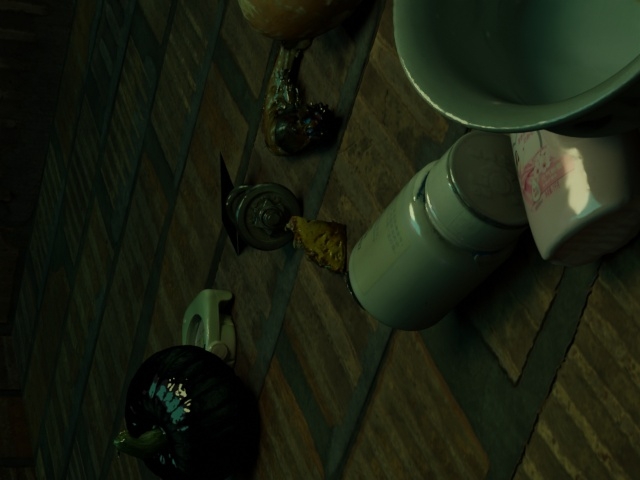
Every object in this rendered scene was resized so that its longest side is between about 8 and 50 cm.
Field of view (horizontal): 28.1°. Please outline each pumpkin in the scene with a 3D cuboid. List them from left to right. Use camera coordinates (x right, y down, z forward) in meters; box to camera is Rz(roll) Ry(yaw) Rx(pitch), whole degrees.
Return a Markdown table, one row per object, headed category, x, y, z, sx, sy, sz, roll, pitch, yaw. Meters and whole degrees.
| category | x | y | z | sx | sy | sz | roll | pitch | yaw |
| --- | --- | --- | --- | --- | --- | --- | --- | --- | --- |
| pumpkin | -0.245 | 0.311 | 2.157 | 0.248 | 0.248 | 0.248 | -175 | 90 | -67 |

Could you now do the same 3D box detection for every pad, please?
| category | x | y | z | sx | sy | sz | roll | pitch | yaw |
| --- | --- | --- | --- | --- | --- | --- | --- | --- | --- |
| pad | -0.161 | -0.062 | 2.246 | 0.190 | 0.004 | 0.127 | 78 | -172 | -70 |

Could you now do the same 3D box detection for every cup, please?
| category | x | y | z | sx | sy | sz | roll | pitch | yaw |
| --- | --- | --- | --- | --- | --- | --- | --- | --- | --- |
| cup | 0.250 | -0.233 | 1.166 | 0.347 | 0.163 | 0.347 | -20 | 58 | 37 |

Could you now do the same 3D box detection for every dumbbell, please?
| category | x | y | z | sx | sy | sz | roll | pitch | yaw |
| --- | --- | --- | --- | --- | --- | --- | --- | --- | --- |
| dumbbell | -0.109 | -0.050 | 2.119 | 0.254 | 0.110 | 0.110 | -155 | 71 | -71 |

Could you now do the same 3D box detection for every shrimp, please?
| category | x | y | z | sx | sy | sz | roll | pitch | yaw |
| --- | --- | --- | --- | --- | --- | --- | --- | --- | --- |
| shrimp | -0.035 | -0.241 | 2.031 | 0.290 | 0.054 | 0.222 | -161 | 77 | -70 |

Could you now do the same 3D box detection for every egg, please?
| category | x | y | z | sx | sy | sz | roll | pitch | yaw |
| --- | --- | --- | --- | --- | --- | --- | --- | --- | --- |
| egg | -0.024 | -0.394 | 1.873 | 0.233 | 0.194 | 0.195 | -58 | 33 | 26 |

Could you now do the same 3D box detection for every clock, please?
| category | x | y | z | sx | sy | sz | roll | pitch | yaw |
| --- | --- | --- | --- | --- | --- | --- | --- | --- | --- |
| clock | -0.201 | 0.195 | 2.326 | 0.151 | 0.062 | 0.191 | 134 | 135 | -55 |

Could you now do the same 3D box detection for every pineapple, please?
| category | x | y | z | sx | sy | sz | roll | pitch | yaw |
| --- | --- | --- | --- | --- | --- | --- | --- | --- | --- |
| pineapple | 0.000 | 0.000 | 1.915 | 0.077 | 0.114 | 0.114 | -49 | 4 | -7 |

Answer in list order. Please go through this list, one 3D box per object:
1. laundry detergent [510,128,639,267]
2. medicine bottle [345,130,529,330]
| category | x | y | z | sx | sy | sz | roll | pitch | yaw |
| --- | --- | --- | --- | --- | --- | --- | --- | --- | --- |
| laundry detergent | 0.249 | -0.147 | 1.314 | 0.159 | 0.087 | 0.335 | -42 | 47 | 48 |
| medicine bottle | 0.142 | -0.008 | 1.465 | 0.258 | 0.143 | 0.143 | 128 | 140 | -54 |
